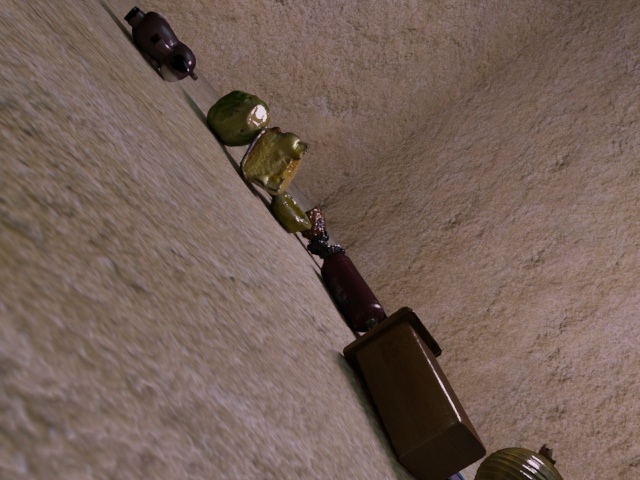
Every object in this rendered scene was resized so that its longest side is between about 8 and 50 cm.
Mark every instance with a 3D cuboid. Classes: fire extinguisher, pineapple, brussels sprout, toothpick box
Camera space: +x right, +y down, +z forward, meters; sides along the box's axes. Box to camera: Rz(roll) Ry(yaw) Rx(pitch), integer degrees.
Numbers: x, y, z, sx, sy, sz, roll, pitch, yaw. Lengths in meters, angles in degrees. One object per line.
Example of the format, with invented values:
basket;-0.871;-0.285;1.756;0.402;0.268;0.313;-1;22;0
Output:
fire extinguisher;0.111;0.192;1.817;0.337;0.114;0.135;-122;-159;-48
pineapple;0.000;0.000;2.079;0.119;0.111;0.237;-33;-99;56
brussels sprout;-0.275;-0.417;1.965;0.223;0.223;0.161;-123;-167;-45
toothpick box;0.202;0.332;1.234;0.187;0.190;0.308;52;8;-35

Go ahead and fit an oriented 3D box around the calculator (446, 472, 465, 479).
calculator;0.302;0.564;1.239;0.173;0.051;0.293;51;5;-17

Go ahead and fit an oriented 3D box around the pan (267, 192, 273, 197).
pan;-0.142;-0.136;2.126;0.202;0.048;0.128;50;6;-29

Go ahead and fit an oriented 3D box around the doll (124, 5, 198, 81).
doll;-0.464;-0.571;1.715;0.257;0.117;0.182;51;6;-21

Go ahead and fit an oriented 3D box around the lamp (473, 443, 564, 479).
lamp;0.541;0.657;1.542;0.250;0.284;0.250;33;-34;26

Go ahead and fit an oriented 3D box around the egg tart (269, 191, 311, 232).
egg tart;-0.111;-0.096;1.954;0.197;0.078;0.197;50;6;-7

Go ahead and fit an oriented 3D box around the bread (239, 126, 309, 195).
bread;-0.160;-0.243;1.907;0.174;0.252;0.133;24;-31;3

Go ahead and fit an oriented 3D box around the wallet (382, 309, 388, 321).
wallet;0.233;0.363;1.723;0.323;0.041;0.247;-119;-166;-68
